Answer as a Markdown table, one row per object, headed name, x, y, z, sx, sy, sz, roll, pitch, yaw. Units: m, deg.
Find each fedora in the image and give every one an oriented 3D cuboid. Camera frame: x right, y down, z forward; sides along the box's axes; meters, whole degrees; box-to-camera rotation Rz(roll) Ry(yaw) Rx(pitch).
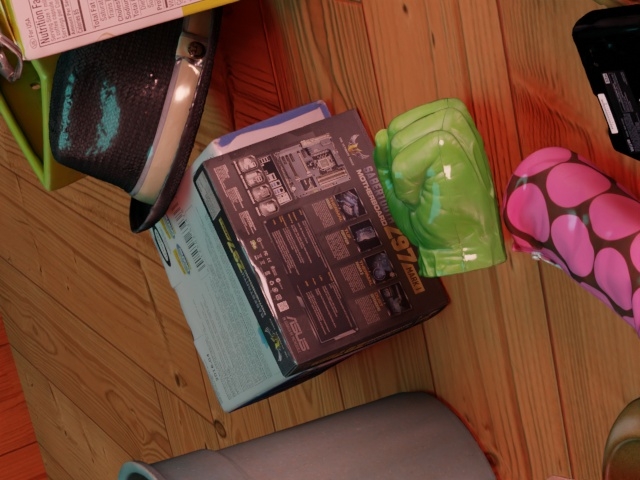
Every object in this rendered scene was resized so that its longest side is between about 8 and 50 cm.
| name | x | y | z | sx | sy | sz | roll | pitch | yaw |
| --- | --- | --- | --- | --- | --- | --- | --- | --- | --- |
| fedora | -0.224 | -0.183 | 1.913 | 0.334 | 0.152 | 0.334 | -165 | 90 | -75 |

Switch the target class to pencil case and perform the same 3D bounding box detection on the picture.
| name | x | y | z | sx | sy | sz | roll | pitch | yaw |
| --- | --- | --- | --- | --- | --- | --- | --- | --- | --- |
| pencil case | 0.231 | 0.013 | 1.310 | 0.209 | 0.095 | 0.098 | 45 | 113 | 48 |

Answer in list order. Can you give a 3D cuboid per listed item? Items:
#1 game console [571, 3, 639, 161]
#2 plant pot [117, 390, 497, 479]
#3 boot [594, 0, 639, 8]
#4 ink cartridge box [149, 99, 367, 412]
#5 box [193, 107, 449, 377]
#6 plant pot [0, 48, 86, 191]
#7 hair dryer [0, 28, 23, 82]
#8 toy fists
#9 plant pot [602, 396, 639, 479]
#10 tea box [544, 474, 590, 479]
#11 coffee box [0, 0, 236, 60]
| name | x | y | z | sx | sy | sz | roll | pitch | yaw |
| --- | --- | --- | --- | --- | --- | --- | --- | --- | --- |
| game console | 0.233 | -0.194 | 1.051 | 0.213 | 0.044 | 0.361 | 1 | 121 | 49 |
| plant pot | 0.005 | 0.333 | 1.777 | 0.341 | 0.334 | 0.341 | 47 | 148 | 42 |
| boot | 0.216 | -0.301 | 1.083 | 0.236 | 0.089 | 0.269 | 59 | 152 | 9 |
| ink cartridge box | -0.067 | 0.036 | 1.925 | 0.270 | 0.151 | 0.395 | 68 | 156 | 6 |
| box | 0.000 | 0.000 | 1.700 | 0.233 | 0.183 | 0.059 | 64 | 158 | 10 |
| plant pot | -0.306 | -0.237 | 2.164 | 0.228 | 0.207 | 0.227 | 55 | 154 | 30 |
| hair dryer | -0.387 | -0.240 | 1.640 | 0.293 | 0.080 | 0.224 | -6 | 106 | 69 |
| toy fists | 0.101 | -0.049 | 1.453 | 0.279 | 0.096 | 0.142 | -36 | -65 | -84 |
| plant pot | 0.308 | 0.246 | 1.408 | 0.236 | 0.032 | 0.236 | 48 | 149 | 42 |
| tea box | 0.263 | 0.385 | 1.311 | 0.329 | 0.220 | 0.323 | -3 | 115 | 62 |
| coffee box | -0.245 | -0.410 | 1.710 | 0.337 | 0.334 | 0.338 | 29 | 135 | 58 |
